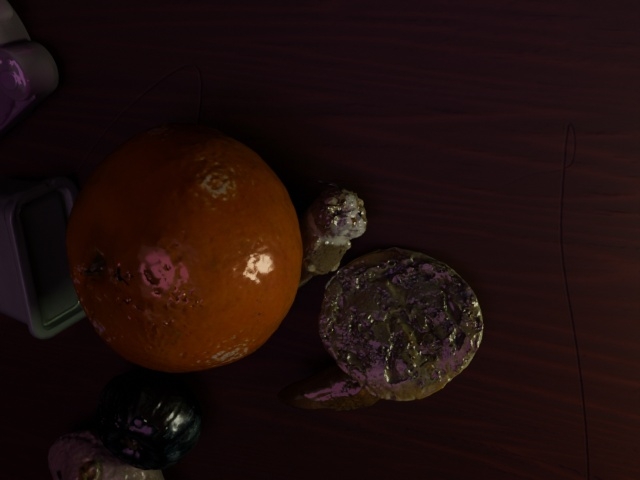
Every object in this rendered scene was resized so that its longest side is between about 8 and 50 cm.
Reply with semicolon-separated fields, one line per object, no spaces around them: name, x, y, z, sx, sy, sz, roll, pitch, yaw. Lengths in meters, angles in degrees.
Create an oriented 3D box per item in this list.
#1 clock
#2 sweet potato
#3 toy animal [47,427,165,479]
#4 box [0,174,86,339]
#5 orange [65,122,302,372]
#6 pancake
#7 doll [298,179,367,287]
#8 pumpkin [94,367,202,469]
clock;-0.669;-0.351;1.297;0.295;0.113;0.322;-29;100;29
sweet potato;0.083;0.251;1.299;0.341;0.092;0.114;-29;113;17
toy animal;-0.470;0.564;1.595;0.358;0.188;0.226;38;124;0
box;-0.595;0.021;1.413;0.182;0.175;0.312;11;117;25
orange;-0.235;0.020;1.151;0.424;0.326;0.424;16;115;39
pancake;0.135;0.140;1.201;0.282;0.049;0.282;-1;86;12
doll;0.003;0.001;1.209;0.115;0.105;0.221;52;133;32
pumpkin;-0.368;0.378;1.485;0.233;0.163;0.233;12;128;15
